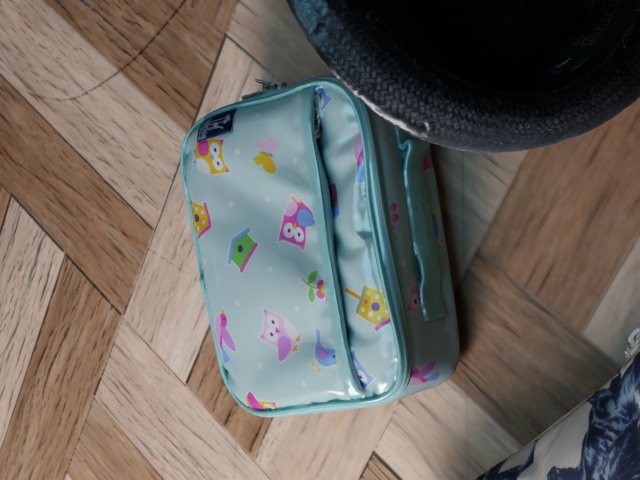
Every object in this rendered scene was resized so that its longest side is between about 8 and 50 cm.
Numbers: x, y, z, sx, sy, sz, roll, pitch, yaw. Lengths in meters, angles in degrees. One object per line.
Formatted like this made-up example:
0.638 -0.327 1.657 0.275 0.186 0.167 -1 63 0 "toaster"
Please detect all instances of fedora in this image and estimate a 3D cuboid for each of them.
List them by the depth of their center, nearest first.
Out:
0.091 -0.216 0.923 0.152 0.334 0.334 155 102 -74 "fedora"

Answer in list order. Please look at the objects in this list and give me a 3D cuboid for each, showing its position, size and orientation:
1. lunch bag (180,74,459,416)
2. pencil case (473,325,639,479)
0.000 0.000 1.112 0.224 0.108 0.279 -11 89 45 "lunch bag"
0.166 0.211 0.955 0.410 0.160 0.183 -44 55 39 "pencil case"
